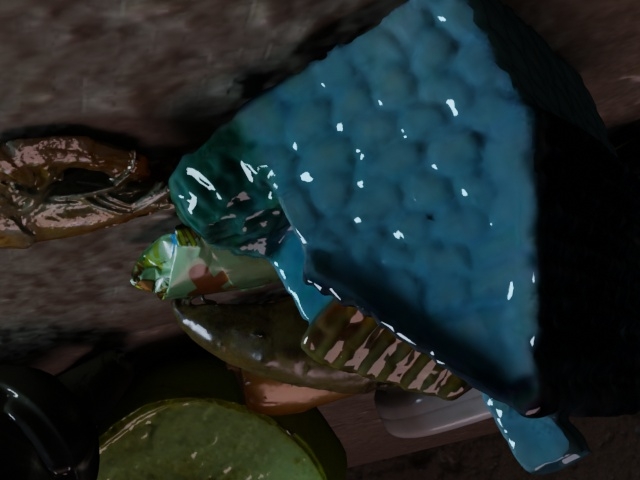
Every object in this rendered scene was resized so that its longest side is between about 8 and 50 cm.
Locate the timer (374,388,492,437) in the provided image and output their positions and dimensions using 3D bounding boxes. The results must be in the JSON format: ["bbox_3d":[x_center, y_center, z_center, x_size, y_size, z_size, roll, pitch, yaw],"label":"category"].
[{"bbox_3d":[0.185,0.136,1.361,0.237,0.087,0.262,-23,-176,18],"label":"timer"}]

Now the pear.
[{"bbox_3d":[-0.115,0.181,1.270,0.288,0.139,0.239,-7,-170,9],"label":"pear"}]

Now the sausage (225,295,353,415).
[{"bbox_3d":[0.070,0.090,1.154,0.328,0.112,0.112,-11,164,-15],"label":"sausage"}]

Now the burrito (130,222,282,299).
[{"bbox_3d":[0.000,0.000,0.896,0.288,0.054,0.104,-3,158,-33],"label":"burrito"}]

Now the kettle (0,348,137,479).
[{"bbox_3d":[-0.306,0.209,1.095,0.324,0.228,0.321,-33,-177,38],"label":"kettle"}]

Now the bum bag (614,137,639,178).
[{"bbox_3d":[0.189,-0.038,0.911,0.232,0.060,0.107,-12,157,-11],"label":"bum bag"}]

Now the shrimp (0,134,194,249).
[{"bbox_3d":[-0.138,-0.036,0.686,0.180,0.041,0.099,-7,147,-23],"label":"shrimp"}]

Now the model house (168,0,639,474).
[{"bbox_3d":[0.086,0.029,0.687,0.226,0.241,0.261,-35,158,21],"label":"model house"}]

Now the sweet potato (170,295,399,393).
[{"bbox_3d":[0.086,0.065,1.044,0.422,0.131,0.130,-11,164,-14],"label":"sweet potato"}]
